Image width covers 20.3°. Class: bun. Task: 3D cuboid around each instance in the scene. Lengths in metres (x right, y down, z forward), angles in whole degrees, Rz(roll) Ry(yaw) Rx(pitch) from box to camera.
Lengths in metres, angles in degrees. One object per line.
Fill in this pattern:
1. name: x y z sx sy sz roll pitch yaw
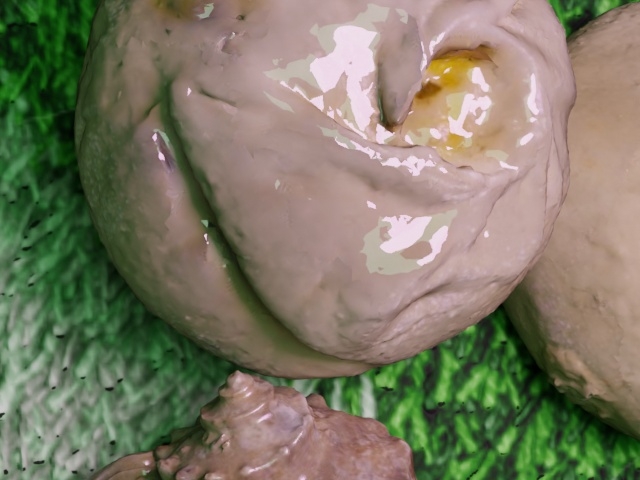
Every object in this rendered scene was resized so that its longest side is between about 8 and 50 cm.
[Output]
1. bun: 0.314 -0.018 1.377 0.364 0.202 0.364 2 83 -16
2. bun: 0.015 -0.080 1.215 0.365 0.219 0.365 0 89 -17

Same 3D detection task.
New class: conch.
1. conch: -0.060 0.268 1.219 0.297 0.210 0.352 -8 86 -3
